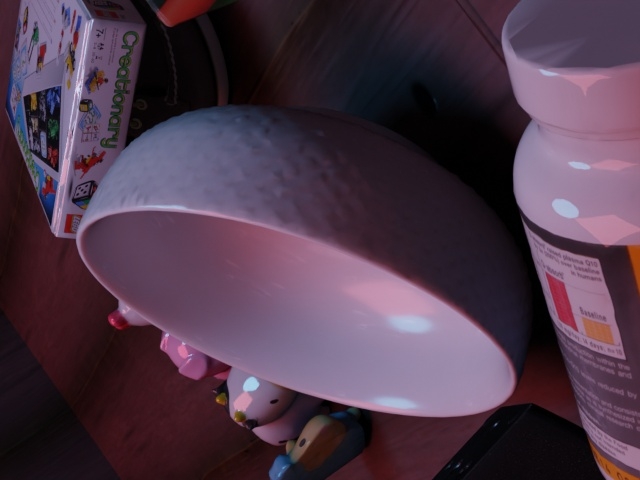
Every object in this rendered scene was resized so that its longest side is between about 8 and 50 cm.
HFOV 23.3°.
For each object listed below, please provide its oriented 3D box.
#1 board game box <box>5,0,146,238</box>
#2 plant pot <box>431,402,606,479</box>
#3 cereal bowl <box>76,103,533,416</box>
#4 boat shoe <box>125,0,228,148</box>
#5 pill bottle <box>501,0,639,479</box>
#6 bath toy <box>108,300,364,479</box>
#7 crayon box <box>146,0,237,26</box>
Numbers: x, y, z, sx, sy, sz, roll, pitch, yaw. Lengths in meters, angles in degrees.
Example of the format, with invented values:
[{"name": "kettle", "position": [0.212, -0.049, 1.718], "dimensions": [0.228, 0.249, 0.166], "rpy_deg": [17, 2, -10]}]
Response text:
[{"name": "board game box", "position": [-0.225, -0.150, 1.385], "dimensions": [0.305, 0.053, 0.193], "rpy_deg": [-126, 44, -58]}, {"name": "plant pot", "position": [0.152, 0.214, 1.074], "dimensions": [0.167, 0.187, 0.188], "rpy_deg": [44, 172, 3]}, {"name": "cereal bowl", "position": [0.000, 0.000, 1.148], "dimensions": [0.339, 0.141, 0.339], "rpy_deg": [16, 158, 7]}, {"name": "boat shoe", "position": [-0.156, -0.126, 1.446], "dimensions": [0.116, 0.097, 0.324], "rpy_deg": [48, 158, 22]}, {"name": "pill bottle", "position": [0.190, -0.001, 0.800], "dimensions": [0.162, 0.162, 0.278], "rpy_deg": [27, 145, 51]}, {"name": "bath toy", "position": [-0.105, 0.125, 1.662], "dimensions": [0.348, 0.129, 0.151], "rpy_deg": [43, 156, 32]}, {"name": "crayon box", "position": [-0.068, -0.266, 0.794], "dimensions": [0.318, 0.202, 0.081], "rpy_deg": [52, -153, -46]}]
